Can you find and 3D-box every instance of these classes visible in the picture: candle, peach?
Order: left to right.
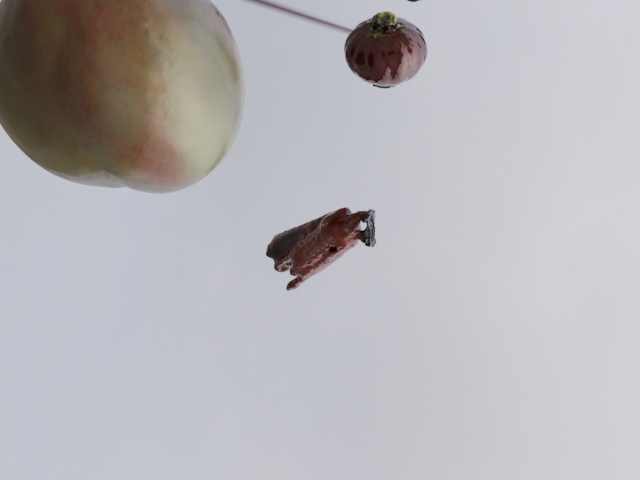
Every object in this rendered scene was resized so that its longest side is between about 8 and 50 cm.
[{"bbox_3d":[-0.225,-0.185,1.180,0.247,0.292,0.292,-53,-159,-21],"label":"peach"},{"bbox_3d":[0.000,0.000,1.415,0.302,0.059,0.084,-32,-107,62],"label":"candle"}]

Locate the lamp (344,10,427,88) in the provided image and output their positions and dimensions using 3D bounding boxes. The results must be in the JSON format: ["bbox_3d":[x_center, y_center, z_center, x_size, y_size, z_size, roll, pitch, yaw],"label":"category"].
[{"bbox_3d":[0.078,-0.227,1.302,0.101,0.101,0.090,-120,-161,-51],"label":"lamp"}]
